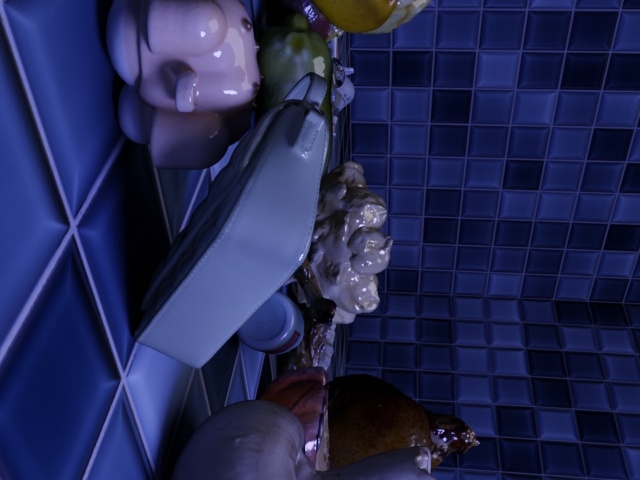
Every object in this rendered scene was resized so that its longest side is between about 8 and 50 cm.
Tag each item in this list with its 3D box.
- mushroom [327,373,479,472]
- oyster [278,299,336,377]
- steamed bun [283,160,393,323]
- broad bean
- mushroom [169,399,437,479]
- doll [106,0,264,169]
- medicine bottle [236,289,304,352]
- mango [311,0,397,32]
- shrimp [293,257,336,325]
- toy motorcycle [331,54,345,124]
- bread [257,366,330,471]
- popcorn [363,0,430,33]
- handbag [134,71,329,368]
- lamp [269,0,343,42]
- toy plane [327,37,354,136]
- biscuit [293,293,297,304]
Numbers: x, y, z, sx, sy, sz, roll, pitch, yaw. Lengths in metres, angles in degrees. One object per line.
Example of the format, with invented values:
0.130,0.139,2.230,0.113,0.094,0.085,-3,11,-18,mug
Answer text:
0.092,0.433,1.540,0.334,0.331,0.356,-58,143,-16,mushroom
-0.012,0.148,1.505,0.204,0.111,0.396,99,4,-57,oyster
0.000,0.000,1.327,0.292,0.137,0.295,32,-65,57,steamed bun
-0.039,-0.208,1.167,0.291,0.119,0.238,90,-3,-46,broad bean
-0.009,0.305,0.773,0.292,0.290,0.292,169,-90,-89,mushroom
-0.107,-0.151,0.646,0.278,0.119,0.154,-104,-163,-77,doll
-0.070,0.128,1.122,0.216,0.091,0.090,67,26,-77,medicine bottle
0.023,-0.488,1.098,0.253,0.182,0.364,-44,128,-44,mango
-0.041,0.029,1.099,0.222,0.054,0.290,62,-1,11,shrimp
-0.011,-0.307,1.499,0.152,0.073,0.225,46,52,-45,toy motorcycle
-0.047,0.357,1.275,0.190,0.123,0.244,-76,167,-53,bread
0.089,-0.556,1.351,0.293,0.334,0.292,-38,176,-47,popcorn
-0.070,-0.026,0.635,0.256,0.079,0.219,-46,-157,47,handbag
-0.013,-0.401,1.244,0.157,0.135,0.156,39,52,-78,lamp
0.025,-0.358,1.713,0.245,0.118,0.244,1,90,-83,toy plane
-0.042,0.079,1.672,0.133,0.027,0.184,81,13,-68,biscuit
